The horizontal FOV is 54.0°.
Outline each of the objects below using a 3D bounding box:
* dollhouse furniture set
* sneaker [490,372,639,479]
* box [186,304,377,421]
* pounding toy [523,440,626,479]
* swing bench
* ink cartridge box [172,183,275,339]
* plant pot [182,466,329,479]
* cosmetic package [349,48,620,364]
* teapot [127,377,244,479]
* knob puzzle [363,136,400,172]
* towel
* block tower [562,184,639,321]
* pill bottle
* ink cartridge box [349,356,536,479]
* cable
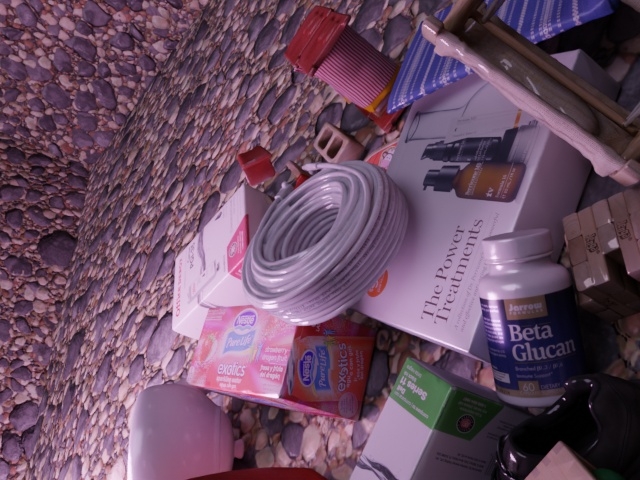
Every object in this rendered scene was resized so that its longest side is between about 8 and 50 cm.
[{"bbox_3d":[-0.009,-0.205,1.146,0.374,0.201,0.152,-56,32,13],"label":"dollhouse furniture set"},{"bbox_3d":[0.203,0.237,0.593,0.286,0.130,0.109,-61,30,9],"label":"sneaker"},{"bbox_3d":[-0.072,0.190,1.010,0.300,0.154,0.142,-12,59,54],"label":"box"},{"bbox_3d":[0.258,0.267,0.447,0.094,0.206,0.181,-51,5,5],"label":"pounding toy"},{"bbox_3d":[0.283,-0.229,0.637,0.255,0.253,0.165,-52,-8,16],"label":"swing bench"},{"bbox_3d":[-0.189,0.056,1.311,0.283,0.117,0.207,-43,38,31],"label":"ink cartridge box"},{"bbox_3d":[-0.082,0.435,0.776,0.267,0.235,0.268,4,72,57],"label":"plant pot"},{"bbox_3d":[0.192,-0.049,0.844,0.284,0.097,0.377,11,78,61],"label":"cosmetic package"},{"bbox_3d":[-0.227,0.375,1.098,0.252,0.187,0.256,-115,28,-74],"label":"teapot"},{"bbox_3d":[0.092,-0.093,1.082,0.213,0.030,0.213,-35,42,39],"label":"knob puzzle"},{"bbox_3d":[0.257,-0.309,0.883,0.336,0.040,0.243,-18,36,42],"label":"towel"},{"bbox_3d":[0.379,-0.028,0.553,0.335,0.091,0.097,-33,44,42],"label":"block tower"},{"bbox_3d":[0.216,0.076,0.651,0.094,0.094,0.170,-7,95,54],"label":"pill bottle"},{"bbox_3d":[0.124,0.252,0.677,0.087,0.153,0.208,25,89,59],"label":"ink cartridge box"},{"bbox_3d":[0.000,0.000,0.867,0.257,0.089,0.257,2,53,54],"label":"cable"}]
